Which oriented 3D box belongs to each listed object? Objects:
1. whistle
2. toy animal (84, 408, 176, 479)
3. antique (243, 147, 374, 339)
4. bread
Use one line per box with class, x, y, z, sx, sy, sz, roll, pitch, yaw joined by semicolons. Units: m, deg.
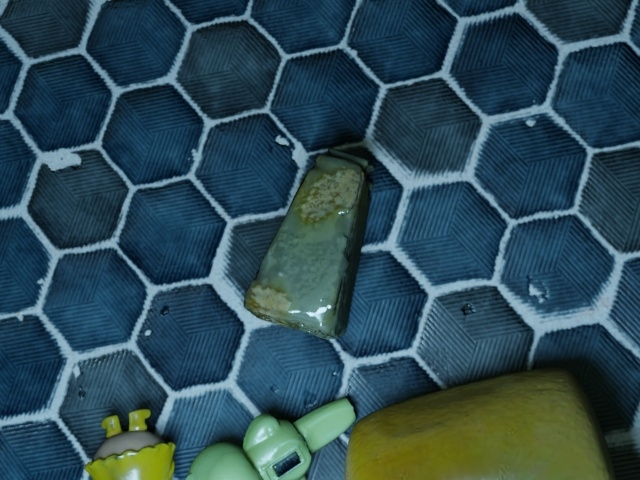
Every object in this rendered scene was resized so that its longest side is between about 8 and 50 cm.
whistle;-0.086;0.328;1.867;0.294;0.141;0.141;-34;72;-28
toy animal;-0.278;0.372;1.871;0.156;0.156;0.230;-17;71;6
antique;0.000;0.000;1.915;0.150;0.125;0.284;17;81;12
bread;0.227;0.370;1.726;0.376;0.253;0.348;-13;79;8
